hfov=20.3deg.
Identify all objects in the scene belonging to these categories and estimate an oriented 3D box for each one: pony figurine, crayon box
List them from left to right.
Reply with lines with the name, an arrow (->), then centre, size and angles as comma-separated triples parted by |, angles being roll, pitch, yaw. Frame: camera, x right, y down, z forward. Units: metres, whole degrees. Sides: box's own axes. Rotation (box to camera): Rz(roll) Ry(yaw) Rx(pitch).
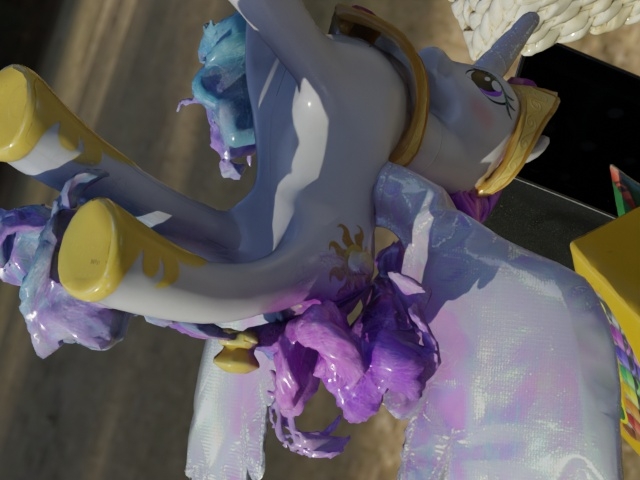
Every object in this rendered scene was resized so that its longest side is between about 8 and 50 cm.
pony figurine -> 0.000, 0.000, 0.913 | 0.303, 0.363, 0.351 | 2, 77, 41
crayon box -> 0.279, 0.111, 1.278 | 0.318, 0.081, 0.202 | 52, 167, 47

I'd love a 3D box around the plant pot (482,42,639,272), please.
plant pot -> 0.242, -0.052, 1.720 | 0.167, 0.188, 0.187 | 113, 179, -52

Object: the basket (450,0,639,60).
basket -> 0.242, -0.340, 1.368 | 0.331, 0.328, 0.266 | 121, 129, -71
